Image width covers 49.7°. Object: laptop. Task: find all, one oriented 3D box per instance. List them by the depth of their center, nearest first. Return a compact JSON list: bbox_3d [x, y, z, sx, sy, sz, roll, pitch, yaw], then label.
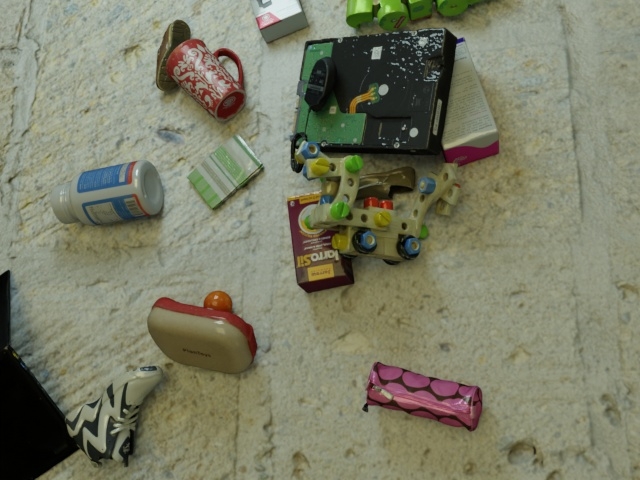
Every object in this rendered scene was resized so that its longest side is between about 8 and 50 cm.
[{"bbox_3d":[-0.760,0.351,1.521,0.382,0.236,0.408,-34,97,3],"label":"laptop"}]

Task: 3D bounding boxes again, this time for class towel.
[{"bbox_3d":[-0.209,-0.152,1.529,0.152,0.023,0.113,-41,66,3],"label":"towel"}]

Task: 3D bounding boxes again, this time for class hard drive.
[{"bbox_3d":[0.098,-0.293,1.391,0.339,0.064,0.237,6,86,36],"label":"hard drive"}]

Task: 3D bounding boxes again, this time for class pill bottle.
[{"bbox_3d":[-0.472,-0.100,1.524,0.221,0.124,0.124,-9,72,12],"label":"pill bottle"}]

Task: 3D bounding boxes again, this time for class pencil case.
[{"bbox_3d":[0.185,0.283,1.247,0.209,0.098,0.095,9,76,16],"label":"pencil case"}]

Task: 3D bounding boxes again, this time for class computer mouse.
[{"bbox_3d":[-0.012,-0.253,1.409,0.071,0.041,0.242,34,111,52],"label":"computer mouse"}]

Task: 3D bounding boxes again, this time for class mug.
[{"bbox_3d":[-0.240,-0.369,1.554,0.150,0.113,0.169,-43,71,1],"label":"mug"}]

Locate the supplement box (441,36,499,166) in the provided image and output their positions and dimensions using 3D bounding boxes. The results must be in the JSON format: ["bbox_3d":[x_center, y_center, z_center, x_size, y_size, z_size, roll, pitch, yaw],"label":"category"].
[{"bbox_3d":[0.273,-0.272,1.386,0.114,0.111,0.220,-19,69,9],"label":"supplement box"}]

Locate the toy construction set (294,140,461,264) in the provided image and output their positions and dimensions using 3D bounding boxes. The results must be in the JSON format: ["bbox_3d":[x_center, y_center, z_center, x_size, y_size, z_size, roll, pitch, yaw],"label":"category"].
[{"bbox_3d":[0.108,-0.071,1.317,0.327,0.151,0.215,4,76,-15],"label":"toy construction set"}]

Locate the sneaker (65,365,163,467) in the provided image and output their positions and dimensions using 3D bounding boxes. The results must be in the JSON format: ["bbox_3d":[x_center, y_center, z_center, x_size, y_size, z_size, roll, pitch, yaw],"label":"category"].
[{"bbox_3d":[-0.388,0.364,1.377,0.235,0.094,0.153,-33,70,3],"label":"sneaker"}]

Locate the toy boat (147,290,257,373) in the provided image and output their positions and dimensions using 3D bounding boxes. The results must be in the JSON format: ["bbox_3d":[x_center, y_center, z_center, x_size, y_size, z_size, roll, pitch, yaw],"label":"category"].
[{"bbox_3d":[-0.227,0.164,1.389,0.231,0.151,0.151,9,46,17],"label":"toy boat"}]

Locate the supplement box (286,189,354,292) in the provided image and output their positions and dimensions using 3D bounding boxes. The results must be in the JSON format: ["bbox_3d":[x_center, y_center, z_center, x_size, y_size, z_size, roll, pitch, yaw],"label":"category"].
[{"bbox_3d":[0.000,0.000,1.391,0.104,0.081,0.188,-11,71,11],"label":"supplement box"}]

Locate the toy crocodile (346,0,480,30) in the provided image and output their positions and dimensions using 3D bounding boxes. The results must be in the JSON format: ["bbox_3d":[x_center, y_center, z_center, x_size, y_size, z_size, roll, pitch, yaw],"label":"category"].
[{"bbox_3d":[0.219,-0.524,1.492,0.340,0.105,0.115,-11,71,6],"label":"toy crocodile"}]

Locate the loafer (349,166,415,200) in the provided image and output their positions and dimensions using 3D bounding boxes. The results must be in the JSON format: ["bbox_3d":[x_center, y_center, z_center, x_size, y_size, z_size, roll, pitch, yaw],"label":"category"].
[{"bbox_3d":[0.124,-0.109,1.405,0.148,0.056,0.050,-17,64,9],"label":"loafer"}]

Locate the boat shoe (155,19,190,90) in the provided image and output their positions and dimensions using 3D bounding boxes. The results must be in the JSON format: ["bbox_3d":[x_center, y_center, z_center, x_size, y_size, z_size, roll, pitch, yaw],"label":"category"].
[{"bbox_3d":[-0.354,-0.432,1.635,0.060,0.064,0.178,-3,72,48],"label":"boat shoe"}]

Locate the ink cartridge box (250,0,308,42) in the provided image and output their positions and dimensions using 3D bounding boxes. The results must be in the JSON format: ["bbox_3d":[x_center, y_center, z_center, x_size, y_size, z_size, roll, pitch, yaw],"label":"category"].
[{"bbox_3d":[-0.104,-0.550,1.596,0.109,0.063,0.150,-21,70,8],"label":"ink cartridge box"}]
